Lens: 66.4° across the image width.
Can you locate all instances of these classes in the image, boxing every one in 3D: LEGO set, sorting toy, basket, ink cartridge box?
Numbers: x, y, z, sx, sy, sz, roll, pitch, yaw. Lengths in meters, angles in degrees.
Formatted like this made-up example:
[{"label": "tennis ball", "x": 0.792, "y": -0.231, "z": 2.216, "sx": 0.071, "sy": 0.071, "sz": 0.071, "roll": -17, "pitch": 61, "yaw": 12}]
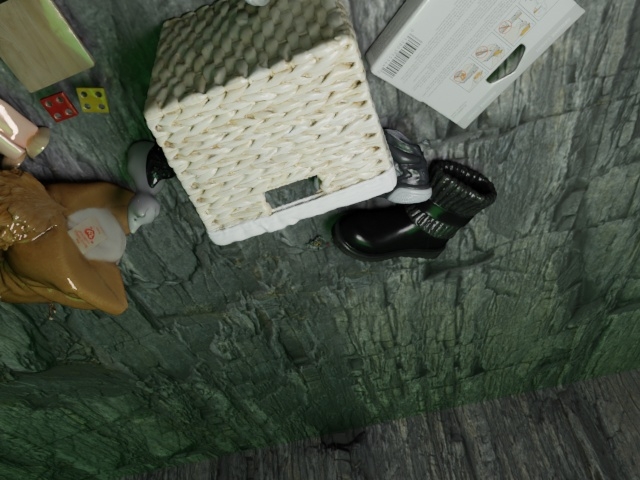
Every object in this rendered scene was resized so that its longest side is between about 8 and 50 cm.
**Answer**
[{"label": "LEGO set", "x": 0.001, "y": 0.001, "z": 1.309, "sx": 0.083, "sy": 0.024, "sz": 0.054, "roll": -2, "pitch": 142, "yaw": -29}, {"label": "sorting toy", "x": -0.461, "y": -0.327, "z": 0.813, "sx": 0.132, "sy": 0.046, "sz": 0.275, "roll": -18, "pitch": 130, "yaw": 10}, {"label": "basket", "x": -0.081, "y": -0.222, "z": 0.803, "sx": 0.327, "sy": 0.332, "sz": 0.267, "roll": -17, "pitch": 137, "yaw": 8}, {"label": "ink cartridge box", "x": 0.273, "y": -0.378, "z": 0.893, "sx": 0.260, "sy": 0.066, "sz": 0.296, "roll": 20, "pitch": 131, "yaw": -30}]

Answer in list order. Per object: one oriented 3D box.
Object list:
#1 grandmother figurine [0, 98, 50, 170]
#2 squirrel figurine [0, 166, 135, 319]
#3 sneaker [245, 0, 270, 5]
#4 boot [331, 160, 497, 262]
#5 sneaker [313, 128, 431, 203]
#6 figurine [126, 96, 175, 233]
[{"label": "grandmother figurine", "x": -0.640, "y": -0.261, "z": 0.825, "sx": 0.207, "sy": 0.104, "sz": 0.342, "roll": -33, "pitch": 137, "yaw": 13}, {"label": "squirrel figurine", "x": -0.628, "y": 0.019, "z": 1.035, "sx": 0.370, "sy": 0.281, "sz": 0.397, "roll": -16, "pitch": 150, "yaw": 29}, {"label": "sneaker", "x": -0.108, "y": -0.512, "z": 0.625, "sx": 0.150, "sy": 0.135, "sz": 0.366, "roll": 22, "pitch": 121, "yaw": 9}, {"label": "boot", "x": 0.220, "y": -0.072, "z": 1.175, "sx": 0.347, "sy": 0.131, "sz": 0.260, "roll": -1, "pitch": 146, "yaw": -26}, {"label": "sneaker", "x": 0.114, "y": -0.169, "z": 1.079, "sx": 0.268, "sy": 0.101, "sz": 0.153, "roll": 7, "pitch": 109, "yaw": 19}, {"label": "figurine", "x": -0.318, "y": -0.143, "z": 0.935, "sx": 0.092, "sy": 0.210, "sz": 0.215, "roll": 16, "pitch": 133, "yaw": -27}]
